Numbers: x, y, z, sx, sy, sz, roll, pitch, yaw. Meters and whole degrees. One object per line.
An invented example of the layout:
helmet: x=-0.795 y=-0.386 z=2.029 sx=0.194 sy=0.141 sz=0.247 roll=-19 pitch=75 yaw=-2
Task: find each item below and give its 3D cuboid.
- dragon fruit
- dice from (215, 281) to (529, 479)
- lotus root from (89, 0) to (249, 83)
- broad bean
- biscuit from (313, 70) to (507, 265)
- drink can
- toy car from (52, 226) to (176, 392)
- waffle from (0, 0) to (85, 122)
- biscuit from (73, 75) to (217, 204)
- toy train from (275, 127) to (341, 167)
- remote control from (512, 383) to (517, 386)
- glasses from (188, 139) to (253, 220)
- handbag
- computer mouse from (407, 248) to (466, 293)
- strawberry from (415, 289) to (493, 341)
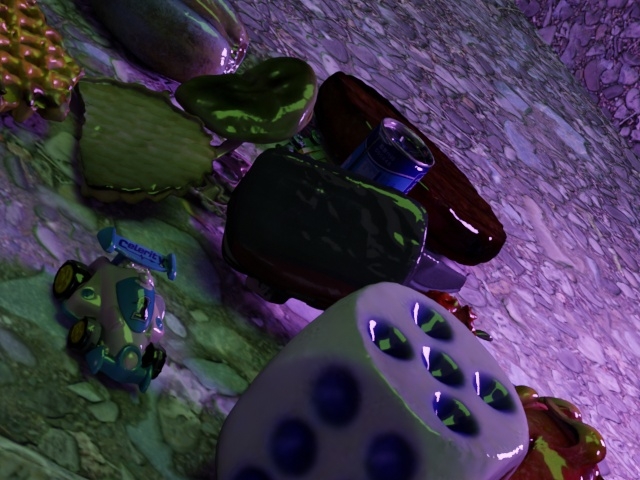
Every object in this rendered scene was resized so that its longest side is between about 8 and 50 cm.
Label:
dragon fruit: x=0.232 y=0.313 z=1.738 sx=0.227 sy=0.243 sz=0.307 roll=32 pitch=54 yaw=-38
dice: x=0.054 y=0.218 z=1.550 sx=0.243 sy=0.259 sz=0.251 roll=47 pitch=24 yaw=15
lotus root: x=-0.253 y=-0.347 z=2.212 sx=0.322 sy=0.140 sz=0.158 roll=38 pitch=47 yaw=4
broad bean: x=-0.097 y=-0.190 z=2.051 sx=0.206 sy=0.072 sz=0.153 roll=-20 pitch=46 yaw=-29
biscuit: x=0.142 y=-0.112 z=2.446 sx=0.407 sy=0.091 sz=0.407 roll=41 pitch=13 yaw=-12
drink can: x=0.046 y=-0.053 z=2.036 sx=0.097 sy=0.235 sz=0.097 roll=34 pitch=24 yaw=-17
toy car: x=-0.208 y=0.072 z=1.587 sx=0.126 sy=0.098 sz=0.161 roll=25 pitch=27 yaw=-31
waffle: x=-0.437 y=-0.265 z=1.855 sx=0.329 sy=0.062 sz=0.329 roll=33 pitch=26 yaw=-18
biscuit: x=-0.225 y=-0.123 z=1.905 sx=0.187 sy=0.036 sz=0.273 roll=7 pitch=34 yaw=-13
toy train: x=-0.020 y=-0.130 z=2.310 sx=0.081 sy=0.050 sz=0.122 roll=55 pitch=24 yaw=6
remote control: x=0.236 y=0.203 z=2.163 sx=0.152 sy=0.027 sz=0.043 roll=31 pitch=31 yaw=-21
glasses: x=-0.107 y=-0.093 z=2.046 sx=0.162 sy=0.095 sz=0.255 roll=49 pitch=27 yaw=13
handbag: x=0.000 y=0.000 z=1.888 sx=0.254 sy=0.181 sz=0.181 roll=18 pitch=-14 yaw=-5
computer mouse: x=0.133 y=0.035 z=2.240 sx=0.126 sy=0.071 sz=0.231 roll=39 pitch=6 yaw=31
strawberry: x=0.084 y=0.135 z=1.853 sx=0.286 sy=0.188 sz=0.106 roll=2 pitch=33 yaw=-46
